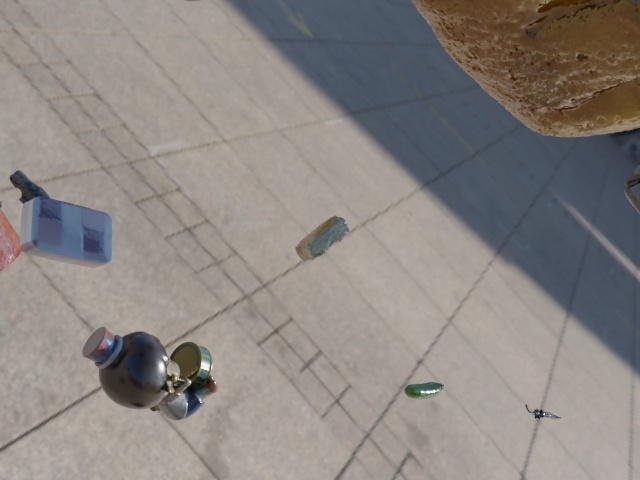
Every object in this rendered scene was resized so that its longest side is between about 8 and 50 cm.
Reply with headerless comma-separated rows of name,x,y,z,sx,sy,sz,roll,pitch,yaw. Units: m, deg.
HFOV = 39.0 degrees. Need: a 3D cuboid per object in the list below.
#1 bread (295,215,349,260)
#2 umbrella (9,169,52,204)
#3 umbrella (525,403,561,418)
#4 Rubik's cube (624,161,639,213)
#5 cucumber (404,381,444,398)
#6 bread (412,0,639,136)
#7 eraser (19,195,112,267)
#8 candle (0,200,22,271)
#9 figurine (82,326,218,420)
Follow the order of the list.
bread,0.000,0.000,1.259,0.035,0.070,0.083,51,-18,-7
umbrella,-0.646,-0.073,2.135,0.235,0.059,0.066,45,6,6
umbrella,0.416,0.325,1.675,0.149,0.022,0.022,25,33,-45
Rubik's cube,0.618,-0.070,1.240,0.255,0.259,0.260,22,24,-16
cucumber,0.235,0.333,1.997,0.155,0.037,0.037,6,45,-51
bread,0.269,-0.223,0.883,0.337,0.328,0.148,40,50,-39
eraser,-0.284,-0.008,1.018,0.105,0.026,0.065,18,63,-45
candle,-0.700,0.060,1.627,0.131,0.317,0.287,64,23,-24
figurine,-0.330,0.251,1.745,0.275,0.161,0.158,32,66,-51
